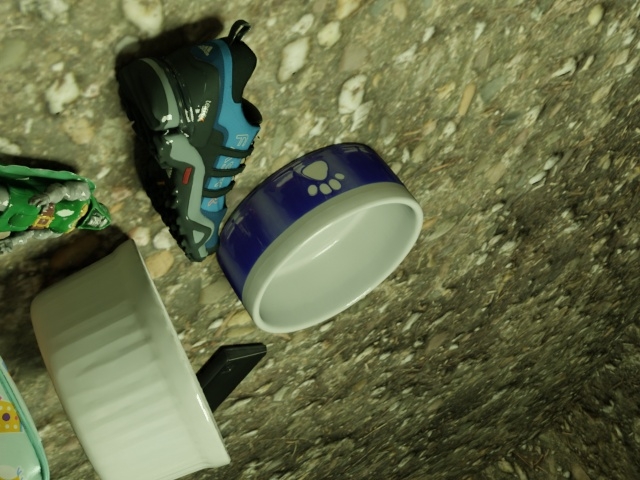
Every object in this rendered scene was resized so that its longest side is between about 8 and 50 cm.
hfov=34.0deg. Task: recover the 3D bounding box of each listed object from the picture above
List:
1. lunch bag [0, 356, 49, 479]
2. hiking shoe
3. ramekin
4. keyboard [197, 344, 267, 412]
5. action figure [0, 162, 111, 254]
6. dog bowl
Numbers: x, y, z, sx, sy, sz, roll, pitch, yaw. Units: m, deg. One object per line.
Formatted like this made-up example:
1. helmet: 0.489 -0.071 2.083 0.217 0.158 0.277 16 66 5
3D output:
1. lunch bag: -0.371 0.156 0.874 0.224 0.279 0.108 -27 -177 -27
2. hiking shoe: -0.112 -0.083 1.079 0.132 0.113 0.304 -27 154 -17
3. ramekin: -0.216 0.150 1.179 0.135 0.277 0.277 -24 154 -8
4. keyboard: -0.230 0.275 1.656 0.317 0.033 0.201 -49 159 24
5. action figure: -0.293 -0.031 1.003 0.137 0.063 0.232 -45 154 29
6. dog bowl: 0.000 0.000 1.379 0.264 0.104 0.265 -28 154 -15
